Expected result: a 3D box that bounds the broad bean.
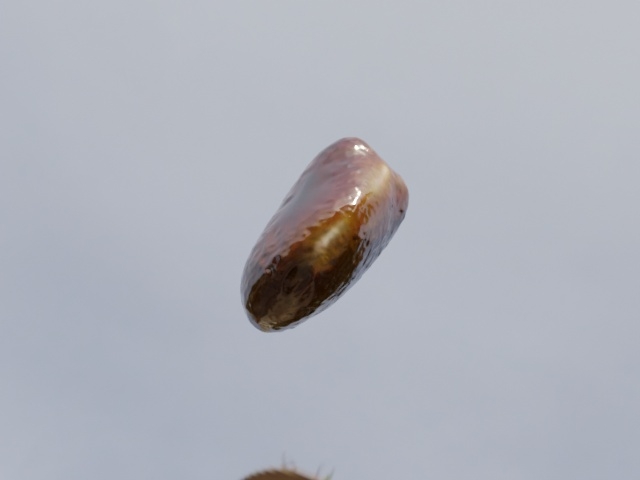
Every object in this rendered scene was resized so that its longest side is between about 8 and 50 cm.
[{"bbox_3d":[0.000,0.000,1.114,0.084,0.165,0.114,35,-42,2],"label":"broad bean"}]
